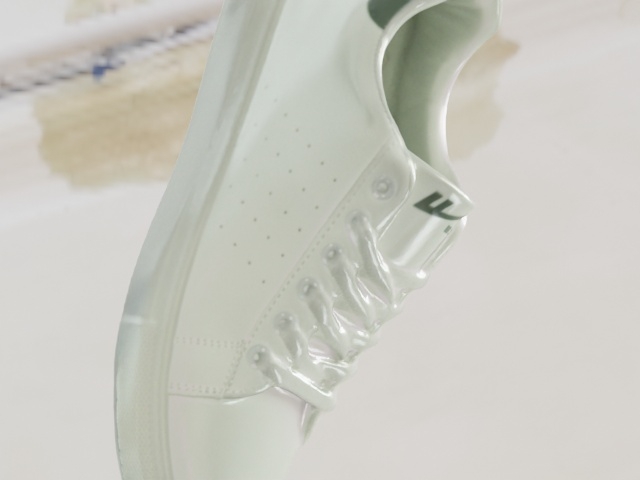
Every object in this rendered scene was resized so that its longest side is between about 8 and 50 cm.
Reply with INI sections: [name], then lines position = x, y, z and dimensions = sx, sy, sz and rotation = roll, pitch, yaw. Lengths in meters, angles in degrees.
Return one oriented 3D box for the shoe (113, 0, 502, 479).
[shoe]
position = 0.000, 0.000, 0.780
dimensions = 0.110, 0.095, 0.265
rotation = 4, -103, 27
